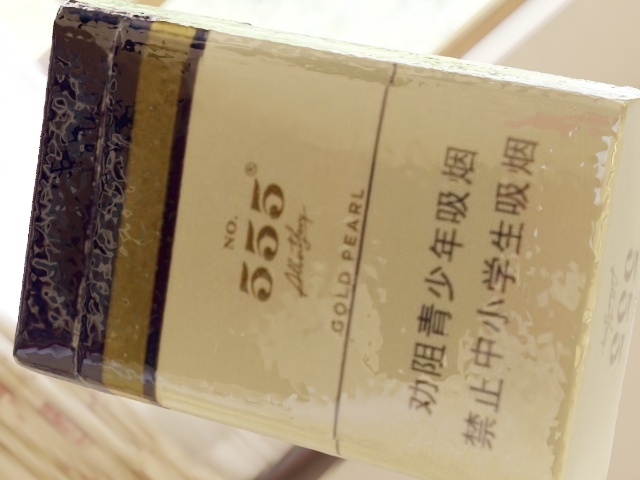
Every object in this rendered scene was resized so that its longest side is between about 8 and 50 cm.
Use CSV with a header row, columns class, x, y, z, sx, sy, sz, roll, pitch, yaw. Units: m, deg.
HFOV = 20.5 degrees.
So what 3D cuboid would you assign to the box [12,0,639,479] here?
class,x,y,z,sx,sy,sz,roll,pitch,yaw
box,0.000,0.000,0.725,0.259,0.168,0.071,14,-169,26
